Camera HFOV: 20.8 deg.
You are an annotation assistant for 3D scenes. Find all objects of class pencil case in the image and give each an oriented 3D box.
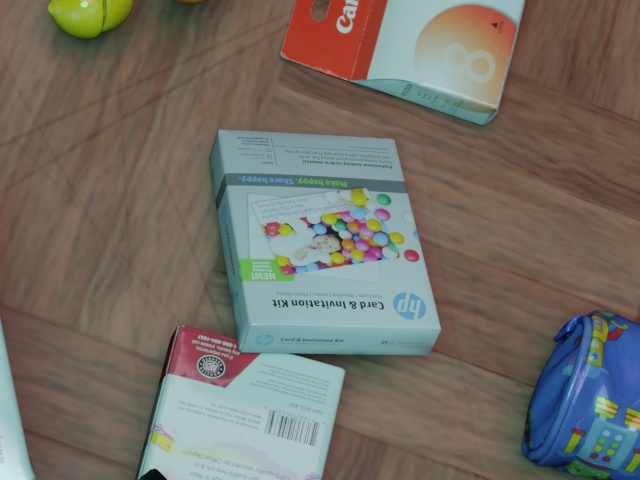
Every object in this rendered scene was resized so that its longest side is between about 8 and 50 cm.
[{"bbox_3d":[0.308,0.143,1.312,0.306,0.119,0.133,16,66,-7],"label":"pencil case"}]

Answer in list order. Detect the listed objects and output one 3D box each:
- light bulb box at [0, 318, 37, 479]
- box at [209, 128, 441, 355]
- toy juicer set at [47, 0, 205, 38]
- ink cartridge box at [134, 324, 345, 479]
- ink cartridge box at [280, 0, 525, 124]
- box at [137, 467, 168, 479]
[{"bbox_3d":[-0.400,0.045,1.130,0.361,0.225,0.358,-10,75,-15],"label":"light bulb box"},{"bbox_3d":[0.000,0.000,1.297,0.145,0.038,0.186,2,52,-16],"label":"box"},{"bbox_3d":[-0.201,-0.256,1.358,0.329,0.089,0.209,2,83,11],"label":"toy juicer set"},{"bbox_3d":[-0.066,0.165,1.246,0.127,0.072,0.175,16,69,-7],"label":"ink cartridge box"},{"bbox_3d":[0.073,-0.189,1.412,0.179,0.045,0.145,19,68,-9],"label":"ink cartridge box"},{"bbox_3d":[-0.091,0.312,1.131,0.261,0.103,0.184,45,111,5],"label":"box"}]
